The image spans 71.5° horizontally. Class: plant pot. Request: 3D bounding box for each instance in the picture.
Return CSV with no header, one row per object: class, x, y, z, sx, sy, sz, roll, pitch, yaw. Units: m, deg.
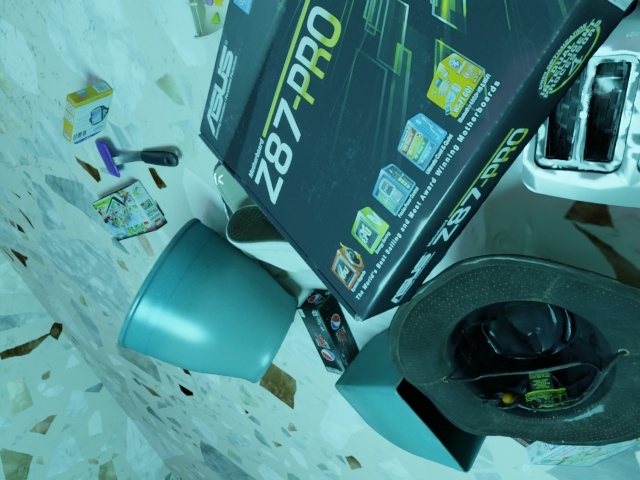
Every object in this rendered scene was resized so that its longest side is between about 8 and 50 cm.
plant pot,0.143,0.239,0.737,0.165,0.166,0.234,50,148,-8
plant pot,-0.191,0.134,0.850,0.256,0.271,0.271,28,139,-5

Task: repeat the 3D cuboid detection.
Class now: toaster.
toaster,0.264,-0.118,0.369,0.168,0.110,0.185,12,131,32

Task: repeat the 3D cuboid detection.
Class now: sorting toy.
sorting toy,-0.136,-0.313,0.581,0.075,0.044,0.083,11,129,23

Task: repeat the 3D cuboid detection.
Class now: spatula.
spatula,-0.380,-0.167,0.903,0.297,0.030,0.084,6,125,35

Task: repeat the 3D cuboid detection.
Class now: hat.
hat,0.251,0.111,0.543,0.332,0.133,0.331,10,132,12

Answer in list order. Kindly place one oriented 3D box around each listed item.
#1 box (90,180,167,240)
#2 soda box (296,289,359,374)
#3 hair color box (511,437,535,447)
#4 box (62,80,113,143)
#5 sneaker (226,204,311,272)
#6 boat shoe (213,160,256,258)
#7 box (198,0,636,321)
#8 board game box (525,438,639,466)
box,-0.452,-0.064,1.043,0.207,0.036,0.114,-10,117,43
soda box,0.018,0.177,0.852,0.053,0.060,0.168,-1,122,38
hair color box,0.334,0.265,0.687,0.072,0.043,0.141,31,137,14
box,-0.452,-0.242,0.859,0.028,0.081,0.136,48,139,-4
sneaker,0.000,0.000,0.714,0.291,0.105,0.123,8,159,27
boat shoe,-0.134,-0.058,0.793,0.065,0.075,0.206,-116,7,-53
box,0.043,-0.172,0.391,0.318,0.097,0.394,50,132,27
board game box,0.386,0.287,0.637,0.104,0.026,0.154,7,137,-10
